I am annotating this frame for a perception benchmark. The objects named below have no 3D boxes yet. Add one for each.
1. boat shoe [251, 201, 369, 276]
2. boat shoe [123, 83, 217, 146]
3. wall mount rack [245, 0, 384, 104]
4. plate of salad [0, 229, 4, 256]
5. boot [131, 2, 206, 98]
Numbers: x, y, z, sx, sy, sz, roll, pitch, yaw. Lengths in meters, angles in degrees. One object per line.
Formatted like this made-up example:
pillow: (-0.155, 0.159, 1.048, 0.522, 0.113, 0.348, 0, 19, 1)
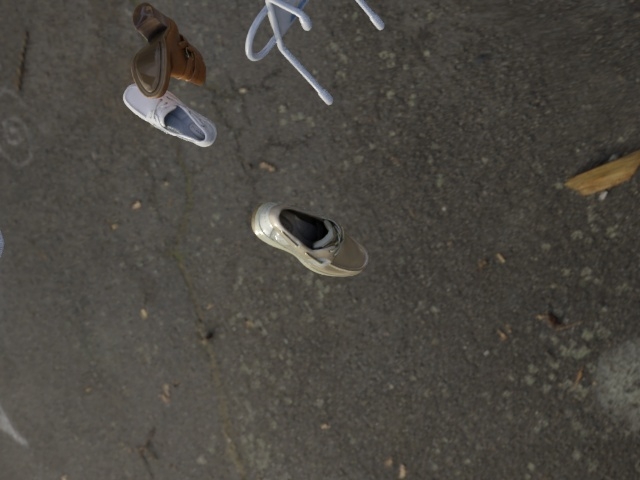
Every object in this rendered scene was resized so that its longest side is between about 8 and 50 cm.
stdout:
boat shoe: (0.000, 0.000, 1.689, 0.098, 0.302, 0.109, -5, 64, 52)
boat shoe: (-0.406, -0.339, 2.144, 0.277, 0.096, 0.098, 27, 100, 1)
wall mount rack: (0.010, -0.440, 1.549, 0.130, 0.350, 0.304, 31, 169, 15)
plate of salad: (-0.709, -0.006, 1.534, 0.200, 0.200, 0.048, 43, 134, 16)
boot: (-0.373, -0.435, 2.020, 0.109, 0.220, 0.283, -27, 60, 17)
